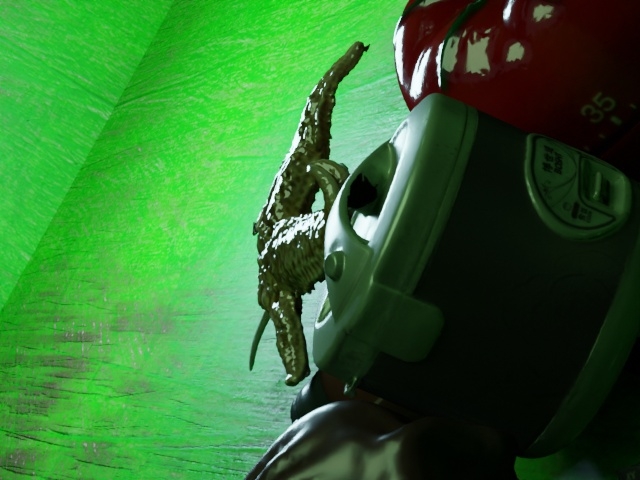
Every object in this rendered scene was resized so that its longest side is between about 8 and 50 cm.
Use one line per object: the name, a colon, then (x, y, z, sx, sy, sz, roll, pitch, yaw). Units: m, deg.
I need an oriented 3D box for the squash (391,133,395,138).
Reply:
squash: (0.154, -0.112, 2.204, 0.287, 0.137, 0.137, -50, 19, -12)

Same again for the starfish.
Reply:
starfish: (-0.020, -0.042, 2.160, 0.432, 0.082, 0.324, -89, 13, -61)

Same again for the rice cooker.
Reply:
rice cooker: (0.137, 0.026, 1.733, 0.288, 0.277, 0.288, -155, 90, -86)

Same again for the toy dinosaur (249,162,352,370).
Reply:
toy dinosaur: (0.000, 0.000, 2.415, 0.393, 0.092, 0.205, -50, 26, 15)

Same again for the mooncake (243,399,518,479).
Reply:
mooncake: (0.061, 0.295, 1.580, 0.334, 0.174, 0.326, -6, 67, 45)

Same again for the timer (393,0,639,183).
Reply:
timer: (0.260, -0.213, 1.921, 0.378, 0.279, 0.378, -43, 26, 27)

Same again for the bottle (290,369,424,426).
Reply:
bottle: (0.095, 0.108, 2.012, 0.336, 0.144, 0.144, -45, 24, 31)

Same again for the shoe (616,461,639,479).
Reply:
shoe: (0.278, 0.189, 1.555, 0.108, 0.093, 0.241, -17, 42, 58)

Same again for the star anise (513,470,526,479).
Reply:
star anise: (0.134, 0.302, 1.700, 0.236, 0.109, 0.223, -23, 60, 35)

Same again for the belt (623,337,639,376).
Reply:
belt: (0.309, 0.064, 1.711, 0.105, 0.058, 0.140, -41, 25, 45)
